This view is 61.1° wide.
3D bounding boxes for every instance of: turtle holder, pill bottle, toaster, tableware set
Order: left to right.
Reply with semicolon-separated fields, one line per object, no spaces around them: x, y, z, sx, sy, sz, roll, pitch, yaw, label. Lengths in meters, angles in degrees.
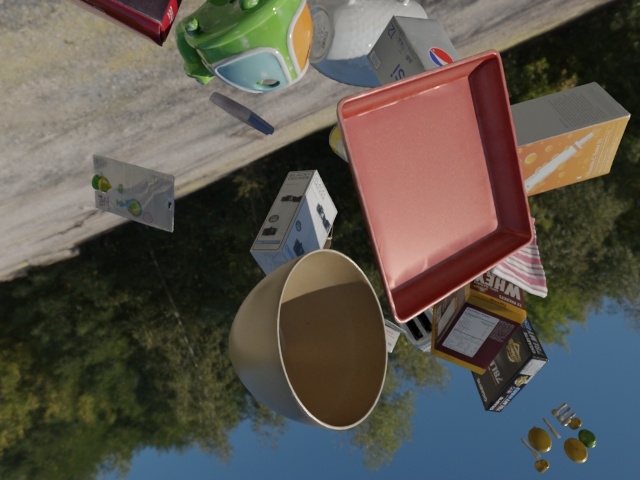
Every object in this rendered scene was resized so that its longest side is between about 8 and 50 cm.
-0.165;-0.419;1.142;0.320;0.227;0.243;-29;-138;10;turtle holder
0.099;-0.258;1.479;0.103;0.103;0.184;-24;-151;-9;pill bottle
0.312;0.236;1.651;0.129;0.226;0.146;-36;160;19;toaster
0.471;0.398;1.069;0.154;0.104;0.024;-25;151;-28;tableware set

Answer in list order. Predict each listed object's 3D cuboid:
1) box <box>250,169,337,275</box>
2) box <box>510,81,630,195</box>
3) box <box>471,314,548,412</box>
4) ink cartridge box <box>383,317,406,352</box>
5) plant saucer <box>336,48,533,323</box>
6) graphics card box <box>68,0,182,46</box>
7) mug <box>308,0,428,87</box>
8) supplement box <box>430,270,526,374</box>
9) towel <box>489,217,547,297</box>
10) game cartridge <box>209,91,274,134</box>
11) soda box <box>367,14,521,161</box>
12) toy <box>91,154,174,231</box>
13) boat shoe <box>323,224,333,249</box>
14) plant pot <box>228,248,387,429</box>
-0.061;-0.029;1.420;0.087;0.169;0.289;-2;-134;28;box
0.636;-0.272;1.526;0.346;0.215;0.168;-16;-130;-3;box
0.620;0.383;1.862;0.295;0.074;0.293;-95;-155;-51;box
0.128;0.237;1.397;0.060;0.104;0.180;-62;-166;-18;ink cartridge box
0.140;-0.071;0.652;0.259;0.258;0.048;-26;-162;-29;plant saucer
-0.209;-0.438;0.582;0.370;0.233;0.094;-67;-166;0;graphics card box
0.136;-0.641;1.611;0.328;0.276;0.374;-8;141;-34;mug
0.356;0.158;1.247;0.191;0.129;0.194;-68;-179;-55;supplement box
0.382;0.007;1.078;0.029;0.144;0.197;-46;-150;45;towel
-0.101;-0.160;0.677;0.056;0.083;0.017;21;100;-54;game cartridge
0.182;-0.207;0.833;0.098;0.286;0.091;-10;156;-32;soda box
-0.432;-0.118;1.285;0.237;0.136;0.056;15;-156;17;toy
-0.007;-0.002;1.772;0.095;0.257;0.095;9;168;-23;boat shoe
-0.043;0.172;0.917;0.191;0.284;0.284;-16;-171;36;plant pot
